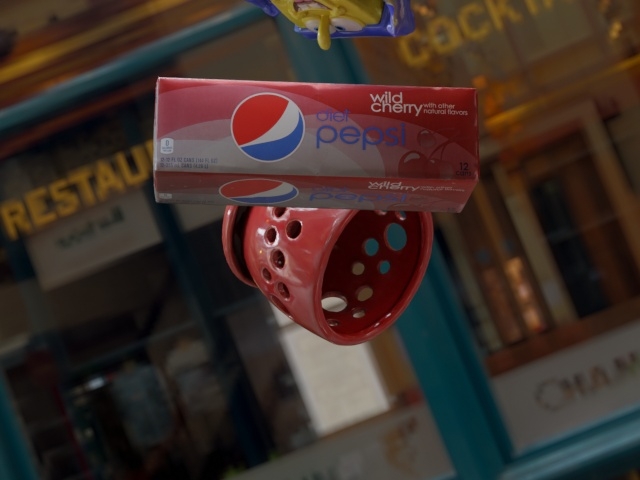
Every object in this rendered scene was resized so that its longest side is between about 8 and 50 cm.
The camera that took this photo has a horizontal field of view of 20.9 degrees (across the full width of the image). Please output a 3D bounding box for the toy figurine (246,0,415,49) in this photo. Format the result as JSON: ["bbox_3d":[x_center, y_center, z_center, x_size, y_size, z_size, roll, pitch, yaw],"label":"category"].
[{"bbox_3d":[0.027,-0.259,1.524,0.363,0.191,0.217,1,-20,37],"label":"toy figurine"}]

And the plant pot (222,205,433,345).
[{"bbox_3d":[0.000,0.000,1.895,0.174,0.191,0.191,24,27,38],"label":"plant pot"}]

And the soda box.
[{"bbox_3d":[-0.005,-0.078,1.424,0.263,0.083,0.092,1,-17,-5],"label":"soda box"}]
